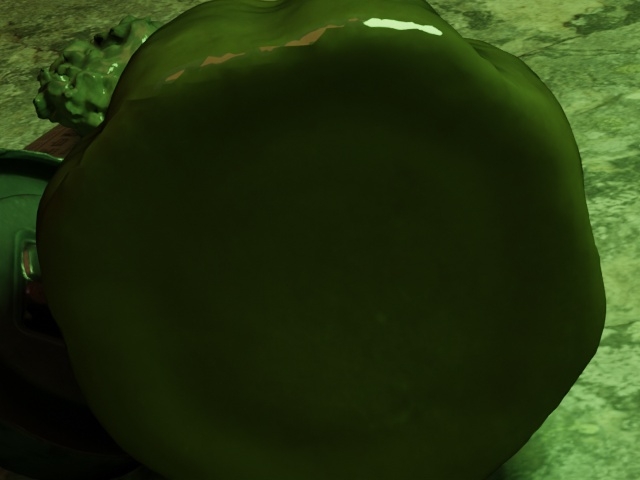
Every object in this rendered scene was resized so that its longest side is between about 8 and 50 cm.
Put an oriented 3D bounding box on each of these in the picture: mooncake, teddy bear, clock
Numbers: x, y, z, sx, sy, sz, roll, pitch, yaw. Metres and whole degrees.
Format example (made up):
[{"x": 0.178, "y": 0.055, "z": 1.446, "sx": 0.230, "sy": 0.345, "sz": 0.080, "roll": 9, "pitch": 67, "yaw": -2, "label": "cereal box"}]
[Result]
[{"x": 0.000, "y": 0.000, "z": 1.009, "sx": 0.378, "sy": 0.378, "sz": 0.201, "roll": -12, "pitch": 23, "yaw": -3, "label": "mooncake"}, {"x": -0.111, "y": -0.165, "z": 1.516, "sx": 0.367, "sy": 0.225, "sz": 0.357, "roll": 8, "pitch": 9, "yaw": -20, "label": "teddy bear"}, {"x": -0.204, "y": 0.055, "z": 1.116, "sx": 0.055, "sy": 0.280, "sz": 0.280, "roll": -42, "pitch": 5, "yaw": 35, "label": "clock"}]

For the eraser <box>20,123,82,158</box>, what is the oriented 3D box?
[{"x": -0.288, "y": -0.048, "z": 1.557, "sx": 0.098, "sy": 0.096, "sz": 0.404, "roll": 2, "pitch": 26, "yaw": 24, "label": "eraser"}]
